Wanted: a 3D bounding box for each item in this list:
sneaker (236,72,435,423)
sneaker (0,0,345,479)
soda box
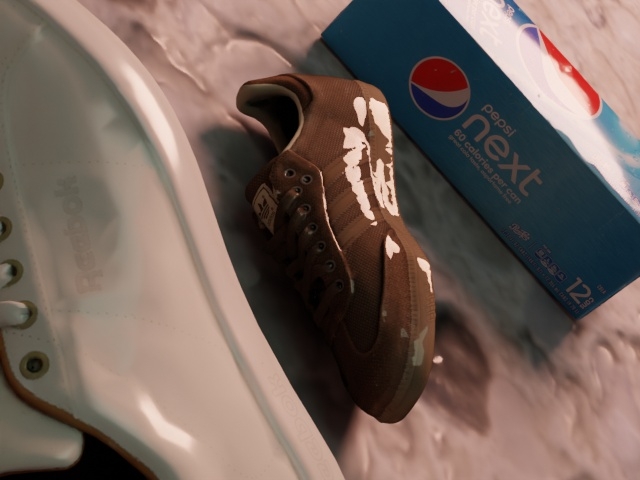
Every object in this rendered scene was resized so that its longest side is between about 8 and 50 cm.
[{"bbox_3d":[0.000,0.000,0.646,0.071,0.066,0.188,8,46,-19],"label":"sneaker"},{"bbox_3d":[-0.098,0.018,0.486,0.123,0.106,0.290,-22,76,-53],"label":"sneaker"},{"bbox_3d":[0.103,-0.064,0.778,0.210,0.071,0.067,48,38,0],"label":"soda box"}]
